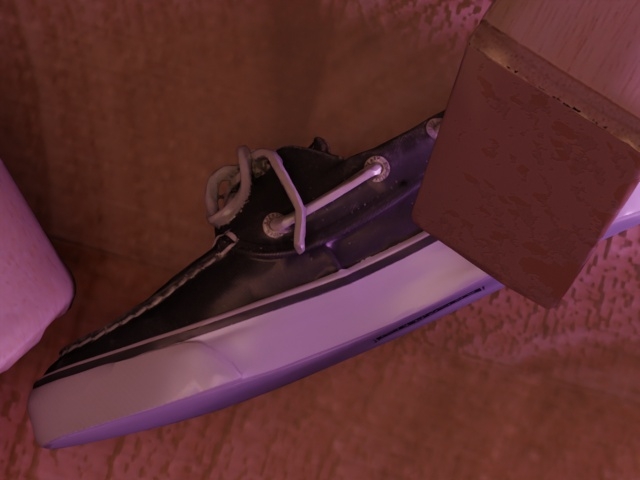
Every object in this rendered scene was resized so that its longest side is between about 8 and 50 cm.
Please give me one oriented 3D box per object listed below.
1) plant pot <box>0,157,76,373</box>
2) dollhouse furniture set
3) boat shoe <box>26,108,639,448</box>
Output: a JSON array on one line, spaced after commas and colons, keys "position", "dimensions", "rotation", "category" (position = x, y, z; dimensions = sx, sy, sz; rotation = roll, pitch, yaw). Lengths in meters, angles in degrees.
[{"position": [-0.280, -0.029, 0.688], "dimensions": [0.333, 0.334, 0.305], "rotation": [-37, 98, 6], "category": "plant pot"}, {"position": [0.272, -0.023, 0.583], "dimensions": [0.394, 0.362, 0.256], "rotation": [33, 71, 8], "category": "dollhouse furniture set"}, {"position": [0.000, -0.001, 0.734], "dimensions": [0.306, 0.113, 0.105], "rotation": [-24, 81, 4], "category": "boat shoe"}]
